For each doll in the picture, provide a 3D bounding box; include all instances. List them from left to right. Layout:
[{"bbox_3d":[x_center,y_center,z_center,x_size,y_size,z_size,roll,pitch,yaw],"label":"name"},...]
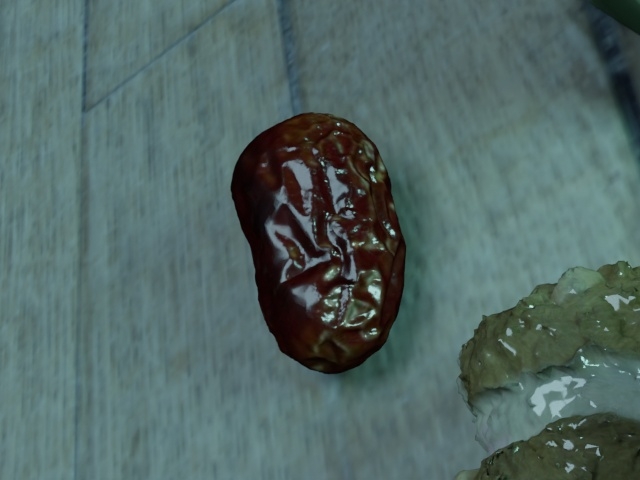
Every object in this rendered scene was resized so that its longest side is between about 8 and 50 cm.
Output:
[{"bbox_3d":[0.083,0.110,0.486,0.115,0.105,0.221,0,60,39],"label":"doll"}]

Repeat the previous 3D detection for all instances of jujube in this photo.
[{"bbox_3d":[0.000,0.000,0.684,0.077,0.077,0.129,-31,49,27],"label":"jujube"}]

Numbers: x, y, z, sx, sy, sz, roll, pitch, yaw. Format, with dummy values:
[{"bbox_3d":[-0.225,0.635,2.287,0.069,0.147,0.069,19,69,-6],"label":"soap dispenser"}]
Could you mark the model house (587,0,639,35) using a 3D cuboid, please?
[{"bbox_3d":[0.132,-0.150,0.598,0.100,0.149,0.127,-52,39,8],"label":"model house"}]
